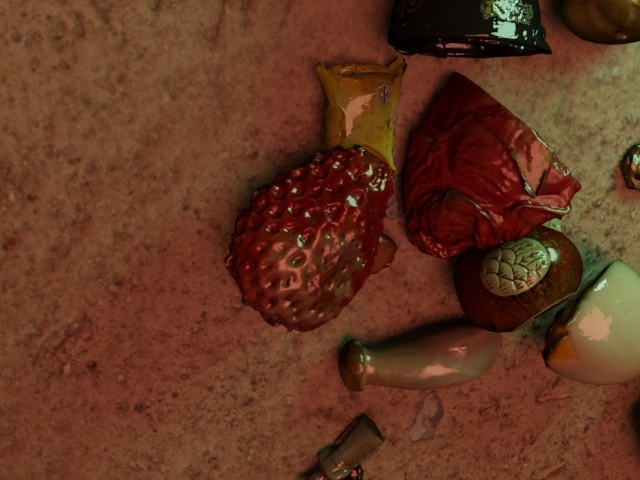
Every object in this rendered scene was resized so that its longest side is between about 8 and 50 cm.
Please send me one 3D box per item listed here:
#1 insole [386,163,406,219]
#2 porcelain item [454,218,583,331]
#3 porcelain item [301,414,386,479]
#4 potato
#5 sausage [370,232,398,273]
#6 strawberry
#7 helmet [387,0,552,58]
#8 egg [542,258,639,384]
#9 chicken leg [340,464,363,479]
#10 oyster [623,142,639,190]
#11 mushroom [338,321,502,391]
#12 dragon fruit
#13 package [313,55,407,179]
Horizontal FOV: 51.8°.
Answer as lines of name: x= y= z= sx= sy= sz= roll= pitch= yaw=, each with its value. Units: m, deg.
insole: x=0.175 y=-0.124 z=1.257 sx=0.065 sy=0.006 sz=0.193 roll=23 pitch=104 yaw=-19
porcelain item: x=0.362 y=0.047 z=1.274 sx=0.253 sy=0.253 sz=0.253 roll=-4 pitch=112 yaw=-10
porcelain item: x=0.043 y=0.479 z=1.436 sx=0.213 sy=0.084 sz=0.054 roll=-45 pitch=140 yaw=8
potato: x=0.531 y=-0.412 z=1.116 sx=0.228 sy=0.197 sz=0.149 roll=-18 pitch=108 yaw=-34
sausage: x=0.000 y=-0.002 z=1.231 sx=0.300 sy=0.083 sz=0.089 roll=11 pitch=108 yaw=-17
strawberry: x=0.000 y=0.000 z=1.103 sx=0.265 sy=0.149 sz=0.336 roll=34 pitch=101 yaw=-21
helmet: x=0.244 y=-0.376 z=1.060 sx=0.278 sy=0.230 sz=0.160 roll=-5 pitch=103 yaw=-23
egg: x=0.576 y=0.181 z=1.301 sx=0.264 sy=0.174 sz=0.286 roll=-50 pitch=147 yaw=-4
chicken leg: x=0.039 y=0.583 z=1.490 sx=0.093 sy=0.053 sz=0.205 roll=18 pitch=101 yaw=7
oyster: x=0.778 y=-0.166 z=1.332 sx=0.345 sy=0.078 sz=0.129 roll=-6 pitch=104 yaw=-6
mushroom: x=0.210 y=0.241 z=1.351 sx=0.350 sy=0.128 sz=0.128 roll=-6 pitch=112 yaw=-4
dragon fruit: x=0.299 y=-0.086 z=1.217 sx=0.240 sy=0.302 sz=0.330 roll=-1 pitch=130 yaw=-46
package: x=0.067 y=-0.206 z=1.157 sx=0.168 sy=0.090 sz=0.226 roll=-3 pitch=111 yaw=-11
